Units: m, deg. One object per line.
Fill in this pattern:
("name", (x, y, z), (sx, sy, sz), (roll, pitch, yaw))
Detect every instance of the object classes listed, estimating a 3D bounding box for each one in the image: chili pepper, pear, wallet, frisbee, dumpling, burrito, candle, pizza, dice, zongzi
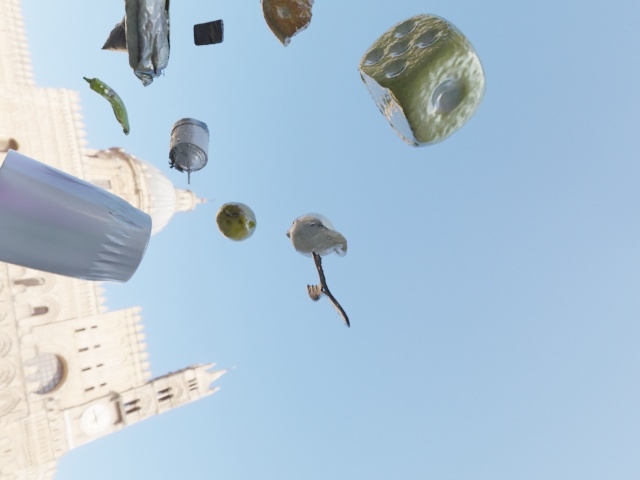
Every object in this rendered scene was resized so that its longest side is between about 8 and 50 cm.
("chili pepper", (-0.562, -0.368, 1.211), (0.043, 0.208, 0.049), (33, -109, 27))
("pear", (-0.309, -0.071, 1.630), (0.148, 0.162, 0.149), (-3, -109, 9))
("wallet", (-0.415, -0.769, 1.644), (0.156, 0.018, 0.082), (11, -73, 34))
("frisbee", (0.003, 0.110, 1.112), (0.211, 0.012, 0.187), (24, -47, 58))
("dumpling", (-0.004, 0.004, 1.679), (0.175, 0.227, 0.243), (-45, -149, 6))
("burrito", (-0.191, -0.261, 0.489), (0.045, 0.058, 0.188), (35, -48, 23))
("candle", (-0.615, -0.415, 2.076), (0.187, 0.187, 0.330), (-40, -137, 33))
("pizza", (-0.083, -0.621, 1.203), (0.182, 0.161, 0.062), (56, -17, 11))
("dice", (0.253, -0.401, 1.119), (0.227, 0.238, 0.233), (-40, -135, 5))
("zongzi", (-0.630, -0.634, 1.502), (0.241, 0.111, 0.248), (-31, -105, 24))

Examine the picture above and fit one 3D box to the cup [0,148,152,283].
("cup", (-0.634, -0.041, 1.090), (0.253, 0.371, 0.253), (-29, -130, 41))
